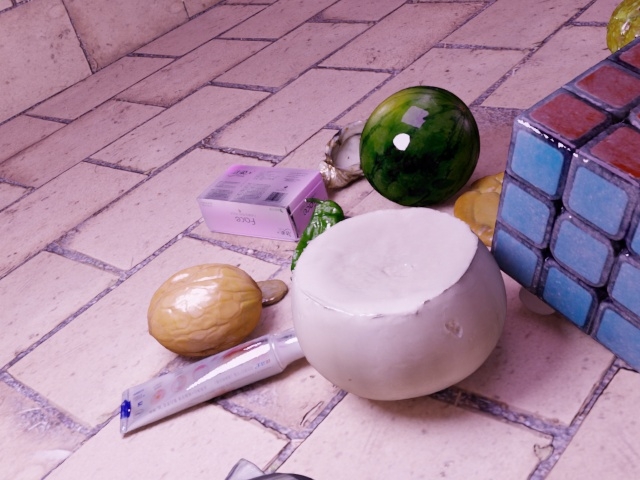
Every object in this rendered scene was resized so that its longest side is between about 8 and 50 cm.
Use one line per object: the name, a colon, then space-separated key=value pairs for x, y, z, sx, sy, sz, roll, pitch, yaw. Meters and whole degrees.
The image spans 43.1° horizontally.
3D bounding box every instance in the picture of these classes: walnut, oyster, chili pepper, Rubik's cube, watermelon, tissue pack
walnut: x=-0.200 y=0.120 z=1.402 sx=0.206 sy=0.159 sz=0.159 roll=-20 pitch=31 yaw=-5
oyster: x=0.127 y=-0.193 z=1.809 sx=0.294 sy=0.094 sz=0.166 roll=-8 pitch=50 yaw=-3
chili pepper: x=-0.002 y=0.004 z=1.555 sx=0.100 sy=0.074 sz=0.257 roll=-5 pitch=34 yaw=20
Rubik's cube: x=0.458 y=-0.055 z=1.137 sx=0.303 sy=0.301 sz=0.305 roll=-31 pitch=52 yaw=-24
watermelon: x=0.195 y=-0.184 z=1.599 sx=0.242 sy=0.242 sz=0.242 roll=-13 pitch=31 yaw=8
tissue pack: x=-0.120 y=-0.085 z=1.737 sx=0.246 sy=0.092 sz=0.148 roll=7 pitch=40 yaw=34

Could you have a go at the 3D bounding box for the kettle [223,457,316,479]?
kettle: x=-0.072 y=0.371 z=0.901 sx=0.271 sy=0.207 sz=0.250 roll=-32 pitch=26 yaw=-36

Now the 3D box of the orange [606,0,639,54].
orange: x=0.750 y=-0.425 z=1.715 sx=0.300 sy=0.223 sz=0.301 roll=2 pitch=33 yaw=2

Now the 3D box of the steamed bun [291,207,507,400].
steamed bun: x=0.116 y=0.102 z=1.212 sx=0.324 sy=0.206 sz=0.324 roll=-11 pitch=31 yaw=7

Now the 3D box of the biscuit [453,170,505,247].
biscuit: x=0.362 y=-0.055 z=1.491 sx=0.203 sy=0.041 sz=0.260 roll=-23 pitch=36 yaw=-11

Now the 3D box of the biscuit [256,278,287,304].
biscuit: x=-0.133 y=0.102 z=1.520 sx=0.147 sy=0.018 sz=0.071 roll=-10 pitch=29 yaw=14

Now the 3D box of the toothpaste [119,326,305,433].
toothpaste: x=-0.177 y=0.222 z=1.316 sx=0.323 sy=0.066 sz=0.100 roll=-21 pitch=36 yaw=3

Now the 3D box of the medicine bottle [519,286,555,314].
medicine bottle: x=0.385 y=0.035 z=1.306 sx=0.119 sy=0.069 sz=0.183 roll=20 pitch=49 yaw=26
